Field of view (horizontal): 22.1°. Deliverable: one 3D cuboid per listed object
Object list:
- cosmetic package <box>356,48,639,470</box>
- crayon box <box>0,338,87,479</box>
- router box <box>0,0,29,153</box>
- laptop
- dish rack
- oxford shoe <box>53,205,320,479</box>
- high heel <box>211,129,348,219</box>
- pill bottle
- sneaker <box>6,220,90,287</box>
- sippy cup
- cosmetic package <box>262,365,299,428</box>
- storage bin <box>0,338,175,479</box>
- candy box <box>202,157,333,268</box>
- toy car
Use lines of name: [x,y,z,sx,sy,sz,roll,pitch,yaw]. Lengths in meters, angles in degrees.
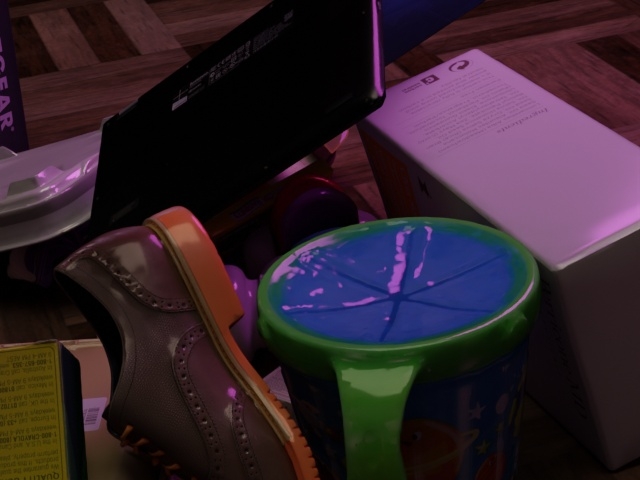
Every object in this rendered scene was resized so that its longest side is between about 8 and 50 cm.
cosmetic package: [0.210,0.000,1.591,0.162,0.230,0.453,-26,29,-11]
crayon box: [-0.275,0.246,1.224,0.202,0.318,0.081,-7,-17,2]
router box: [-0.520,-0.235,2.180,0.243,0.308,0.081,9,26,30]
laptop: [-0.019,-0.115,1.704,0.382,0.236,0.408,-32,36,28]
dish rack: [-0.358,-0.061,1.944,0.333,0.072,0.285,-11,19,32]
oxford shoe: [-0.099,0.156,1.302,0.133,0.130,0.363,-20,72,-22]
high heel: [-0.068,-0.064,2.028,0.244,0.082,0.117,-47,3,-31]
pill bottle: [-0.125,0.082,1.657,0.194,0.108,0.108,-7,25,-1]
sneaker: [-0.302,0.014,1.916,0.071,0.068,0.170,27,32,8]
sippy cup: [0.074,0.128,1.378,0.305,0.224,0.240,-29,34,-36]
cosmetic package: [-0.012,0.142,1.583,0.060,0.041,0.115,14,32,37]
storage bin: [-0.247,0.202,1.421,0.260,0.123,0.262,-3,25,4]
candy box: [-0.072,-0.015,1.858,0.027,0.105,0.206,43,47,18]
toy car: [0.000,0.000,1.767,0.159,0.136,0.182,-11,26,-11]
